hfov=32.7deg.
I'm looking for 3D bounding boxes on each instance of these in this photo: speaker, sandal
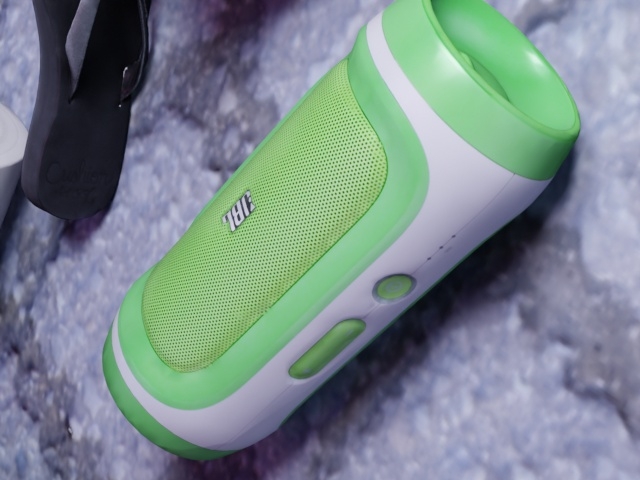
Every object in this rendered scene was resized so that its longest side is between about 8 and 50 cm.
[{"bbox_3d":[0.000,0.000,0.607,0.296,0.131,0.131,-45,62,30],"label":"speaker"},{"bbox_3d":[-0.155,-0.137,0.769,0.054,0.097,0.255,22,113,40],"label":"sandal"}]

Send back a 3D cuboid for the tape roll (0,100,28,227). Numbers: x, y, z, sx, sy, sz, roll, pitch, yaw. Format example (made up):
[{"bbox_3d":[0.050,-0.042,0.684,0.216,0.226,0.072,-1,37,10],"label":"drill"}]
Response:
[{"bbox_3d":[-0.369,-0.043,0.845,0.246,0.246,0.169,39,114,34],"label":"tape roll"}]
